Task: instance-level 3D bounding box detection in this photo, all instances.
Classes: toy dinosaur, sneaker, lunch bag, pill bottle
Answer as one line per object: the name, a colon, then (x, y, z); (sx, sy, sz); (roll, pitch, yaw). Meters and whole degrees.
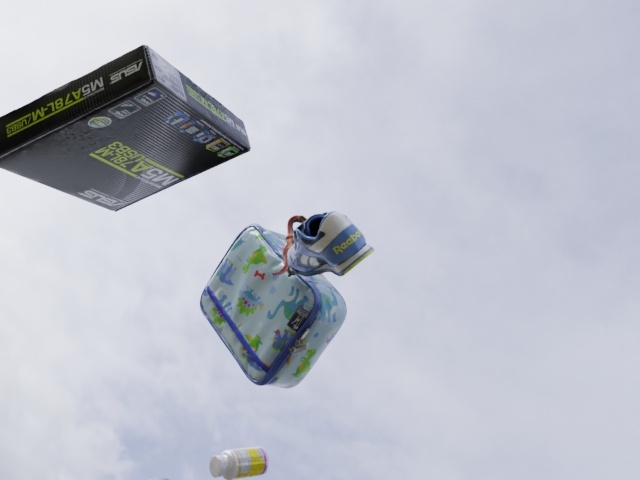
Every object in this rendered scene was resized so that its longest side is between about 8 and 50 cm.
toy dinosaur: (-0.033, 0.004, 0.908); (0.047, 0.090, 0.082); (-20, -102, 24)
sneaker: (0.000, 0.000, 0.678); (0.059, 0.053, 0.144); (53, -23, -13)
lunch bag: (-0.076, 0.096, 0.985); (0.176, 0.090, 0.219); (-54, -132, 14)
pill bottle: (-0.120, 0.327, 0.996); (0.043, 0.083, 0.043); (-11, -105, 48)

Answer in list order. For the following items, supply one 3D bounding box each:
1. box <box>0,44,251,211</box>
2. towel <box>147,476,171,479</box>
box: (-0.191, -0.099, 0.670); (0.184, 0.191, 0.045); (-23, -109, 14)
towel: (-0.016, 0.221, 0.078); (0.056, 0.312, 0.324); (-36, -97, 11)
